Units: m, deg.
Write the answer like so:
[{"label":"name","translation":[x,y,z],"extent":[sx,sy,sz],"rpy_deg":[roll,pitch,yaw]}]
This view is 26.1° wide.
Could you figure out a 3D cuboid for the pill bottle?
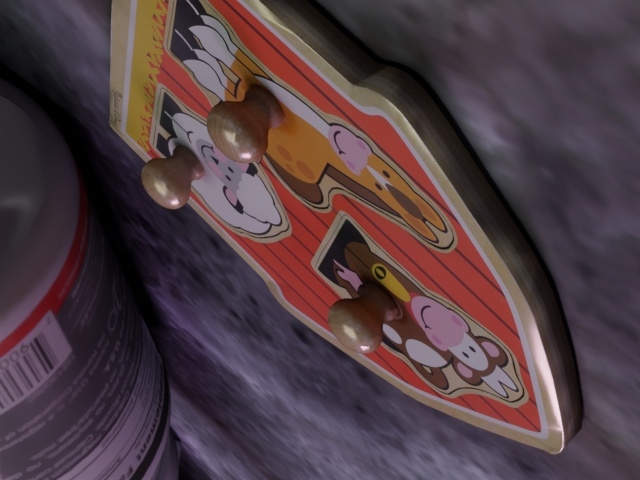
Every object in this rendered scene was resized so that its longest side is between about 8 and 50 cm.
[{"label":"pill bottle","translation":[-0.164,0.061,0.678],"extent":[0.161,0.161,0.283],"rpy_deg":[36,158,26]}]

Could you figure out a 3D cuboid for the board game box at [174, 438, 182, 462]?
[{"label":"board game box","translation":[-0.226,0.217,1.016],"extent":[0.224,0.097,0.303],"rpy_deg":[25,136,15]}]

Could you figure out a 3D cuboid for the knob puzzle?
[{"label":"knob puzzle","translation":[0.000,0.000,0.424],"extent":[0.213,0.030,0.213],"rpy_deg":[39,159,18]}]
